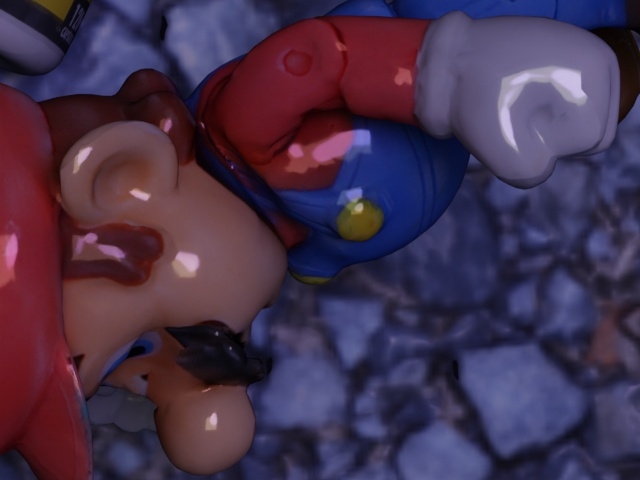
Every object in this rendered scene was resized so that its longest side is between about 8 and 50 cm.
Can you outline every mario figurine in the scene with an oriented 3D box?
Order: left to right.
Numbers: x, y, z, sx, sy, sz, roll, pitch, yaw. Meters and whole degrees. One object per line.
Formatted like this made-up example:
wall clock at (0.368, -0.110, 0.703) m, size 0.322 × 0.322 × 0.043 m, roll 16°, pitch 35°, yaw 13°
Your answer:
mario figurine at (0.000, 0.000, 0.575) m, size 0.320 × 0.198 × 0.170 m, roll -29°, pitch 49°, yaw -20°

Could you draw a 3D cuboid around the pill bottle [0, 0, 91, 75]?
pill bottle at (-0.103, -0.160, 0.611) m, size 0.103 × 0.103 × 0.184 m, roll 26°, pitch 86°, yaw -6°
